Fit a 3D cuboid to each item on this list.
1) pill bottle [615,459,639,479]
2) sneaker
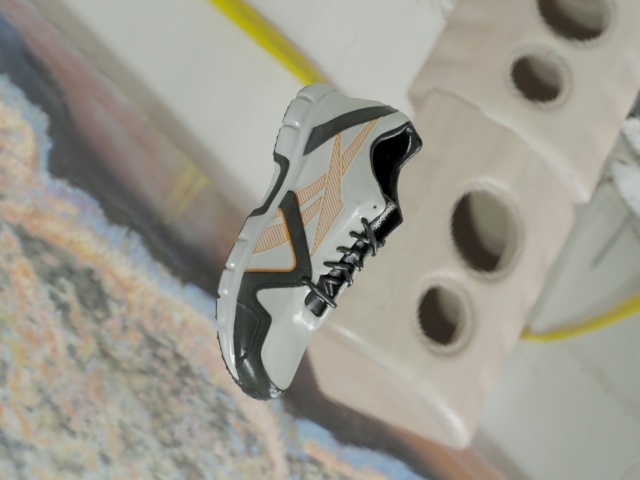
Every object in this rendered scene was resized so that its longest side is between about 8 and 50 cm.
[{"bbox_3d":[0.286,0.262,0.729,0.323,0.181,0.181,52,150,-7],"label":"pill bottle"},{"bbox_3d":[0.000,0.000,0.421,0.043,0.109,0.040,11,165,25],"label":"sneaker"}]
